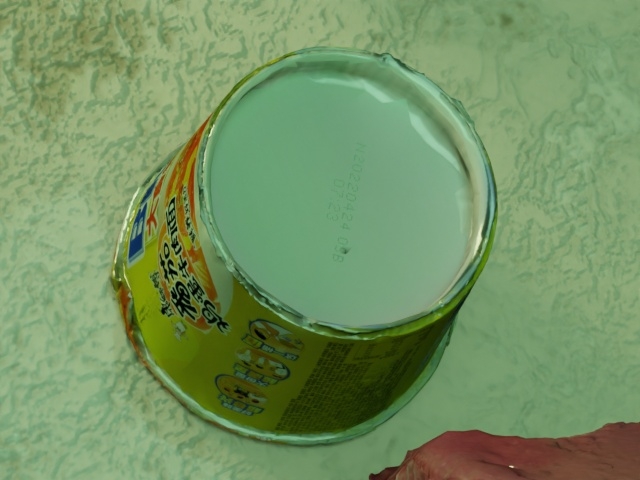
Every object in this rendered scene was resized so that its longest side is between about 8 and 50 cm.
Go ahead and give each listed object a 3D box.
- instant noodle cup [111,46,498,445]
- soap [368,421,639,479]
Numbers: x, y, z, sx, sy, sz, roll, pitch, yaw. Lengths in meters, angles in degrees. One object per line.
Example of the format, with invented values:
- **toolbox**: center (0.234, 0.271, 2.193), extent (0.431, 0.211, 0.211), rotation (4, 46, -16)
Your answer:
- **instant noodle cup**: center (0.000, 0.000, 1.036), extent (0.205, 0.153, 0.205), rotation (4, 72, -13)
- **soap**: center (0.099, 0.193, 0.901), extent (0.127, 0.325, 0.220), rotation (-6, 70, -12)
